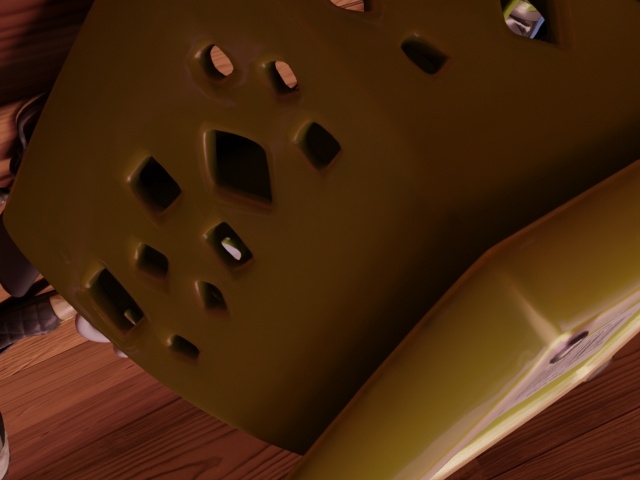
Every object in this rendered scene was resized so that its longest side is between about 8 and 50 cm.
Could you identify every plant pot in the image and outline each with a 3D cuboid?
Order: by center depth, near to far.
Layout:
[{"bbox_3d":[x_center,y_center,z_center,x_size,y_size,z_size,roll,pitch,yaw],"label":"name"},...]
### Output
[{"bbox_3d":[0.040,-0.027,0.649,0.228,0.207,0.227,-28,162,-40],"label":"plant pot"}]

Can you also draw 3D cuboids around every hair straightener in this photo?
[{"bbox_3d":[-0.129,-0.026,0.782,0.089,0.047,0.230,-27,173,-33],"label":"hair straightener"}]

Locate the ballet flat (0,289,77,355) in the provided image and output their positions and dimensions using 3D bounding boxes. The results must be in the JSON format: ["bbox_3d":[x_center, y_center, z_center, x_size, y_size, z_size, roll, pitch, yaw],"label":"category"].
[{"bbox_3d":[-0.237,0.083,1.168,0.173,0.049,0.057,-32,175,15],"label":"ballet flat"}]

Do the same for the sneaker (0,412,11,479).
[{"bbox_3d":[-0.316,0.165,1.246,0.100,0.108,0.271,-2,-164,8],"label":"sneaker"}]

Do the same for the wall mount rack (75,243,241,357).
[{"bbox_3d":[-0.039,0.029,1.278,0.350,0.130,0.304,-27,158,4],"label":"wall mount rack"}]

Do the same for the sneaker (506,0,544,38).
[{"bbox_3d":[0.111,-0.153,0.873,0.188,0.067,0.078,-34,151,20],"label":"sneaker"}]

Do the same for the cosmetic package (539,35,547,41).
[{"bbox_3d":[0.197,-0.117,1.179,0.284,0.097,0.377,-35,-178,21],"label":"cosmetic package"}]

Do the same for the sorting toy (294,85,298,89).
[{"bbox_3d":[0.033,-0.092,1.042,0.132,0.046,0.274,-26,173,-38],"label":"sorting toy"}]
